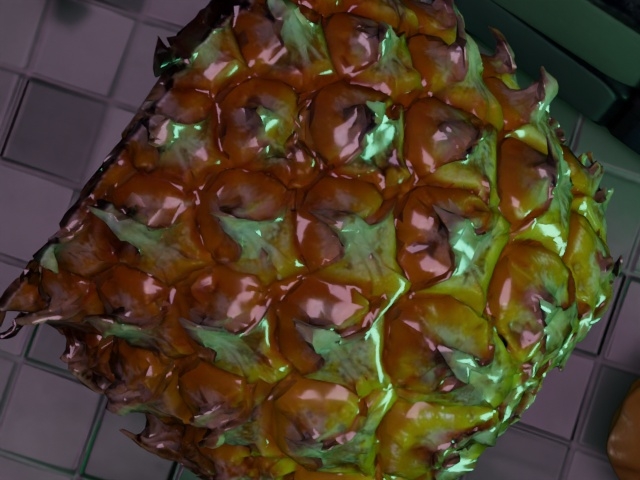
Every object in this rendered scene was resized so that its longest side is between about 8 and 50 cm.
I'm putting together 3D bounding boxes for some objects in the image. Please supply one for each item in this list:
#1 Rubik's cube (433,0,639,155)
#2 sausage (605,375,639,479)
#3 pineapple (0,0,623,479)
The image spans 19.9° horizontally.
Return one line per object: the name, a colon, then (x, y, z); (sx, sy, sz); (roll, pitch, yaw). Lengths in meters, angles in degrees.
Rubik's cube: (0.280, -0.208, 1.103); (0.316, 0.313, 0.318); (34, 86, 3)
sausage: (0.300, 0.159, 1.172); (0.241, 0.120, 0.136); (37, 120, 6)
pineapple: (-0.001, 0.002, 1.098); (0.300, 0.352, 0.352); (41, 88, -6)
